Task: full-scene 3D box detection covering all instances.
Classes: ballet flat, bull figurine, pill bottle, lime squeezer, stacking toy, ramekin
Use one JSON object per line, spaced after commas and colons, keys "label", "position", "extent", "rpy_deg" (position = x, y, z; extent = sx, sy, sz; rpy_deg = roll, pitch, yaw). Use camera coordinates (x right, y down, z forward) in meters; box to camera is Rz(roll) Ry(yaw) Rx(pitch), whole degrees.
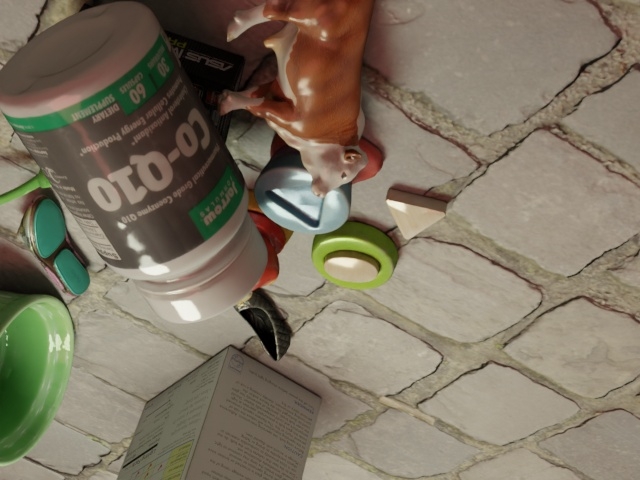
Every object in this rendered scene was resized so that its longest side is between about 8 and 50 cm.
{"label": "ballet flat", "position": [-0.099, 0.137, 1.659], "extent": [0.057, 0.049, 0.173], "rpy_deg": [-12, 134, 29]}
{"label": "bull figurine", "position": [-0.022, -0.193, 1.160], "extent": [0.188, 0.101, 0.311], "rpy_deg": [2, 127, -9]}
{"label": "pill bottle", "position": [-0.210, -0.083, 1.194], "extent": [0.204, 0.204, 0.361], "rpy_deg": [-7, 131, 26]}
{"label": "lime squeezer", "position": [-0.358, -0.061, 1.476], "extent": [0.310, 0.059, 0.110], "rpy_deg": [12, 101, 1]}
{"label": "stacking toy", "position": [0.000, 0.000, 1.395], "extent": [0.279, 0.130, 0.309], "rpy_deg": [26, 141, -13]}
{"label": "ballet flat", "position": [-0.443, 0.007, 1.610], "extent": [0.079, 0.077, 0.222], "rpy_deg": [19, 146, 28]}
{"label": "ramekin", "position": [-0.575, 0.227, 1.742], "extent": [0.148, 0.303, 0.303], "rpy_deg": [13, 142, 15]}

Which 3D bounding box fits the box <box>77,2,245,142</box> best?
{"label": "box", "position": [-0.231, -0.165, 1.328], "extent": [0.216, 0.060, 0.270], "rpy_deg": [18, 141, -4]}

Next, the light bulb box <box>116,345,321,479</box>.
{"label": "light bulb box", "position": [-0.215, 0.447, 1.827], "extent": [0.225, 0.361, 0.358], "rpy_deg": [32, 139, -19]}
